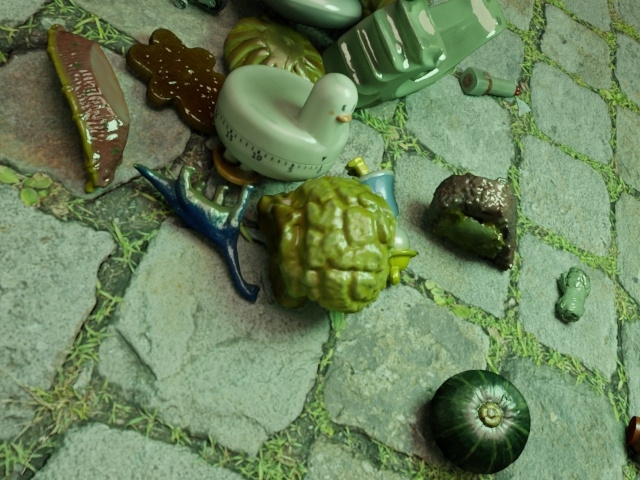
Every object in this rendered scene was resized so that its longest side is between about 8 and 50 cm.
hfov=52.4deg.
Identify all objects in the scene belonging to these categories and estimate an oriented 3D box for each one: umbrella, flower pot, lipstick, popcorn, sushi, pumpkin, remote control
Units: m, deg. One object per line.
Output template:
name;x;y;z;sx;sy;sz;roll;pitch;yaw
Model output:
umbrella;0.540;0.111;1.385;0.067;0.062;0.143;13;52;14
flower pot;0.197;-0.402;1.358;0.367;0.254;0.164;-26;91;-39
lipstick;0.437;-0.386;1.619;0.186;0.057;0.063;1;62;-32
popcorn;0.000;0.000;1.061;0.251;0.206;0.237;14;66;16
sushi;0.303;-0.034;1.295;0.161;0.241;0.107;9;60;25
pumpkin;0.263;0.297;1.070;0.167;0.125;0.167;1;54;-2
remote control;-0.052;-0.506;1.316;0.221;0.103;0.332;-4;33;-35

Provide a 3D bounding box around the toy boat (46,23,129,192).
toy boat;-0.374;-0.234;1.046;0.318;0.099;0.141;69;14;19

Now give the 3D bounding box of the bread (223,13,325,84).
bread;-0.087;-0.354;1.273;0.213;0.105;0.213;12;60;-22

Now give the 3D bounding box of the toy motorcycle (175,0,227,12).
toy motorcycle;-0.265;-0.518;1.265;0.190;0.106;0.074;22;54;-15

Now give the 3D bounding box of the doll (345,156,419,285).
doll;0.112;-0.036;1.187;0.098;0.135;0.241;-8;77;-26

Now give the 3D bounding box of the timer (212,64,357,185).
timer;-0.055;-0.216;1.095;0.233;0.240;0.233;19;37;-15

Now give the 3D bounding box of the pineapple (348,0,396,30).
pineapple;0.063;-0.631;1.469;0.223;0.223;0.357;-28;69;-38

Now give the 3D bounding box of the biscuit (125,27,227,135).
biscuit;-0.237;-0.283;1.185;0.236;0.039;0.180;41;49;-3

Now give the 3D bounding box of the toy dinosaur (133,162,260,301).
toy dinosaur;-0.197;-0.020;1.040;0.247;0.075;0.188;20;65;-25

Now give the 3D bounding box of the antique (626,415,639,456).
antique;0.651;0.383;1.257;0.104;0.104;0.104;14;57;-22
